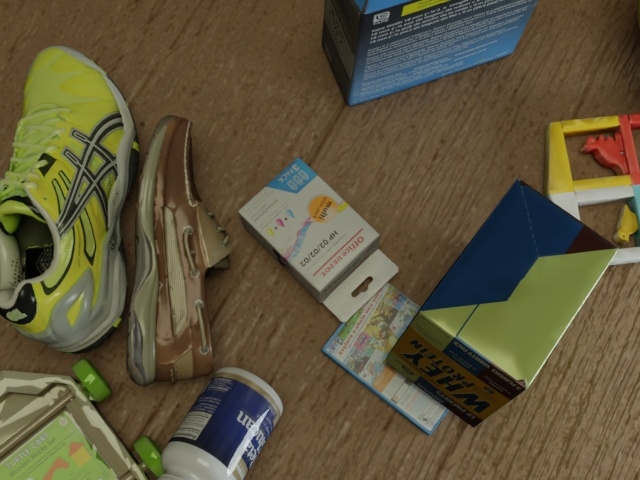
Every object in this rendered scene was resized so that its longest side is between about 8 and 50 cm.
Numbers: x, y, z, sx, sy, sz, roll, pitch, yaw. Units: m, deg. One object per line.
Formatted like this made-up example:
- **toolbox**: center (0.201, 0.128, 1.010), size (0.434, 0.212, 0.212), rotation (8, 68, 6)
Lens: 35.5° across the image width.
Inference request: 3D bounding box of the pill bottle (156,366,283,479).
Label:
- **pill bottle**: center (-0.120, 0.234, 1.123), size (0.094, 0.094, 0.169), rotation (29, 55, 5)

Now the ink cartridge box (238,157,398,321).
- **ink cartridge box**: center (0.000, 0.000, 1.223), size (0.104, 0.061, 0.181), rotation (-44, 76, -11)

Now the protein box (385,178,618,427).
- **protein box**: center (0.198, 0.076, 1.133), size (0.136, 0.201, 0.200), rotation (36, 69, 7)

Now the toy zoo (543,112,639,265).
- **toy zoo**: center (0.404, -0.068, 1.277), size (0.293, 0.030, 0.192), rotation (-6, 76, -4)

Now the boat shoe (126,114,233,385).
- **boat shoe**: center (-0.166, 0.012, 1.201), size (0.116, 0.123, 0.325), rotation (4, 82, -9)

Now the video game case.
- **video game case**: center (0.102, 0.140, 1.223), size (0.166, 0.015, 0.119), rotation (38, 78, 7)

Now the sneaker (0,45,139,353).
- **sneaker**: center (-0.306, -0.067, 1.170), size (0.145, 0.147, 0.385), rotation (-16, 68, 19)

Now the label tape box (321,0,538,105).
- **label tape box**: center (0.135, -0.295, 1.168), size (0.240, 0.334, 0.106), rotation (-19, 77, -7)

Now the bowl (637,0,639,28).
- **bowl**: center (0.527, -0.271, 1.268), size (0.289, 0.156, 0.290), rotation (1, 76, -2)

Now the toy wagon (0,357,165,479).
- **toy wagon**: center (-0.349, 0.254, 1.152), size (0.267, 0.068, 0.344), rotation (-38, 80, -11)

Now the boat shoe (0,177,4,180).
- **boat shoe**: center (-0.535, -0.038, 1.191), size (0.335, 0.119, 0.121), rotation (-12, 77, -5)
